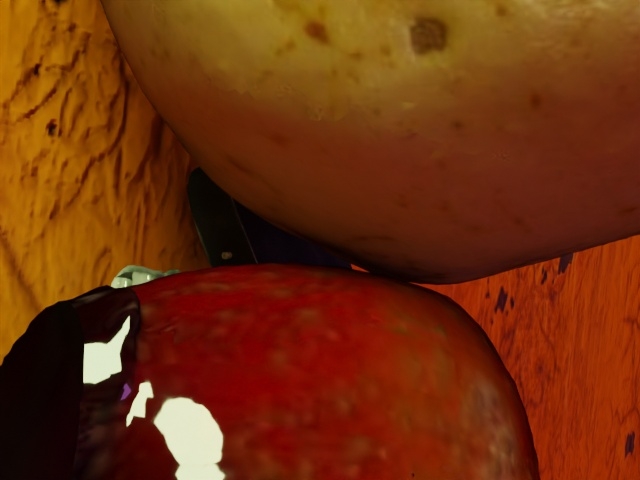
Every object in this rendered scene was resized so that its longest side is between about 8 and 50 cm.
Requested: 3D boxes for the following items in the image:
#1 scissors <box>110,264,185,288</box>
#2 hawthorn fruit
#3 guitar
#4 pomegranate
[{"bbox_3d":[-0.041,0.050,0.606,0.204,0.027,0.101,35,61,-62],"label":"scissors"},{"bbox_3d":[-0.013,0.109,0.468,0.249,0.215,0.215,-15,109,-42],"label":"hawthorn fruit"},{"bbox_3d":[0.000,0.000,0.657,0.088,0.025,0.233,67,21,7],"label":"guitar"},{"bbox_3d":[0.072,-0.152,0.493,0.342,0.342,0.342,-20,113,-61],"label":"pomegranate"}]
